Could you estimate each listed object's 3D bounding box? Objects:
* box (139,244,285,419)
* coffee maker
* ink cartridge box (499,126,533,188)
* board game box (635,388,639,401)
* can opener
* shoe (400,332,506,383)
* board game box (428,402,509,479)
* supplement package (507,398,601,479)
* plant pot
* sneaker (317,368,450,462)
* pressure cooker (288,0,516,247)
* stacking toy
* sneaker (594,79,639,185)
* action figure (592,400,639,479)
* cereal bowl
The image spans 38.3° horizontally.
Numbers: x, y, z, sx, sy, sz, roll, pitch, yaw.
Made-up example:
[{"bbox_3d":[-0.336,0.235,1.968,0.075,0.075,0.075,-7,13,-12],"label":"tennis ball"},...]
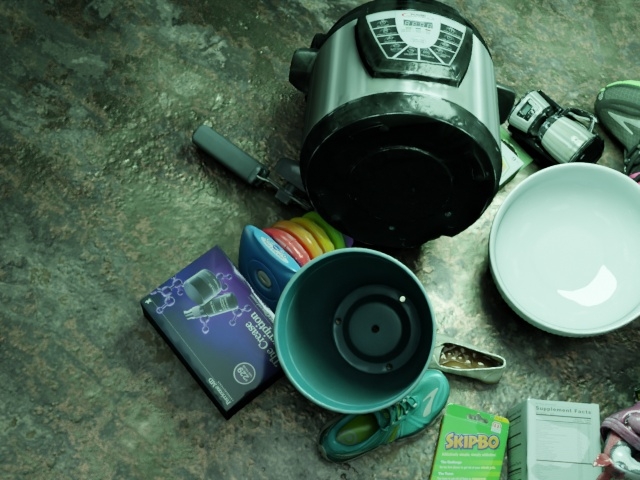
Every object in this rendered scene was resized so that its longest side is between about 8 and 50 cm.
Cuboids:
[{"bbox_3d":[-0.182,0.169,1.708,0.184,0.103,0.261,-38,78,-14],"label":"box"},{"bbox_3d":[0.481,-0.210,1.900,0.120,0.171,0.178,-40,64,-11],"label":"coffee maker"},{"bbox_3d":[0.341,-0.155,1.897,0.209,0.062,0.109,-39,77,-18],"label":"ink cartridge box"},{"bbox_3d":[0.753,0.316,1.783,0.259,0.030,0.136,-15,74,-11],"label":"board game box"},{"bbox_3d":[-0.120,-0.156,1.826,0.283,0.076,0.095,36,95,13],"label":"can opener"},{"bbox_3d":[0.247,0.215,1.753,0.219,0.058,0.076,15,69,0],"label":"shoe"},{"bbox_3d":[0.262,0.437,1.685,0.124,0.039,0.259,16,72,0],"label":"board game box"},{"bbox_3d":[0.418,0.419,1.654,0.139,0.134,0.244,6,70,-3],"label":"supplement package"},{"bbox_3d":[0.079,0.156,1.632,0.271,0.255,0.272,-1,86,12],"label":"plant pot"},{"bbox_3d":[0.123,0.322,1.675,0.275,0.110,0.107,-28,75,-15],"label":"sneaker"},{"bbox_3d":[0.146,-0.245,1.730,0.375,0.370,0.420,-24,40,29],"label":"pressure cooker"},{"bbox_3d":[0.000,0.000,1.778,0.302,0.166,0.175,-34,66,-31],"label":"stacking toy"},{"bbox_3d":[0.693,-0.117,1.855,0.202,0.185,0.483,-23,72,-17],"label":"sneaker"},{"bbox_3d":[0.602,0.299,1.607,0.370,0.248,0.276,-21,66,-23],"label":"action figure"},{"bbox_3d":[0.491,0.028,1.788,0.339,0.141,0.339,-1,75,5],"label":"cereal bowl"}]
